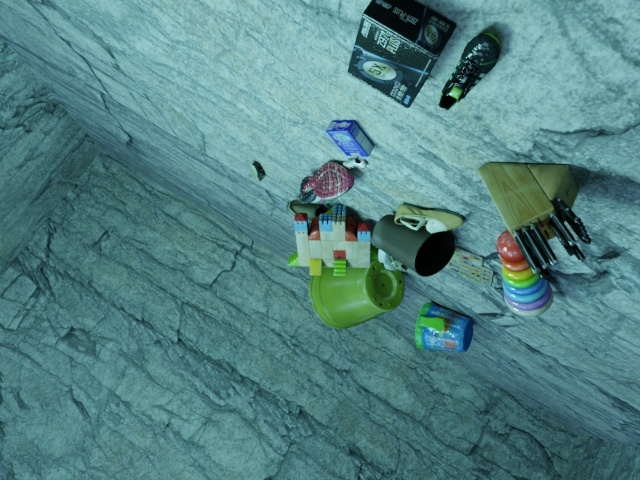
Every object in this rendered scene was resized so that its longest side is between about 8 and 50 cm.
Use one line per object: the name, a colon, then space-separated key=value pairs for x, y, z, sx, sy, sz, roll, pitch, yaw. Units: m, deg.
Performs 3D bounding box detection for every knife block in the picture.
knife block: x=0.421 y=-0.041 z=1.012 sx=0.275 sy=0.242 sz=0.088 roll=14 pitch=157 yaw=50

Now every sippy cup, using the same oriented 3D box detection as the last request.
sippy cup: x=0.601 y=0.430 z=2.316 sx=0.223 sy=0.305 sz=0.240 roll=9 pitch=111 yaw=33

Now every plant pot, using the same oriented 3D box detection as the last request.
plant pot: x=0.194 y=0.224 z=2.253 sx=0.366 sy=0.367 sz=0.352 roll=37 pitch=153 yaw=-22

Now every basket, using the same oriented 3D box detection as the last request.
basket: x=0.294 y=0.005 z=1.602 sx=0.226 sy=0.204 sz=0.154 roll=26 pitch=126 yaw=46

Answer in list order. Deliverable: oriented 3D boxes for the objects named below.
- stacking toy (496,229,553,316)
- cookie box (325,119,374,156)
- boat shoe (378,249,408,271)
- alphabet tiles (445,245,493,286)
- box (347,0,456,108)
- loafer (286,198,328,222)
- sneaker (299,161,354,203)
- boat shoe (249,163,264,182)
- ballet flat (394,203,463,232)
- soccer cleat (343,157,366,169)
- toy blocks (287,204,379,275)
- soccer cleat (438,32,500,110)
stacking toy: x=0.577 y=0.083 z=1.382 sx=0.141 sy=0.141 sz=0.330 roll=19 pitch=155 yaw=40
cookie box: x=0.081 y=-0.278 z=1.324 sx=0.091 sy=0.040 sz=0.107 roll=14 pitch=158 yaw=48
boat shoe: x=0.296 y=0.054 z=1.924 sx=0.093 sy=0.109 sz=0.302 roll=9 pitch=168 yaw=19
alphabet tiles: x=0.515 y=0.083 z=1.715 sx=0.198 sy=0.009 sz=0.237 roll=25 pitch=165 yaw=25
box: x=0.141 y=-0.348 z=0.889 sx=0.147 sy=0.078 sz=0.180 roll=32 pitch=166 yaw=1
loafer: x=-0.023 y=-0.119 z=2.004 sx=0.250 sy=0.095 sz=0.087 roll=19 pitch=155 yaw=10
sneaker: x=0.033 y=-0.187 z=1.628 sx=0.111 sy=0.121 sz=0.299 roll=5 pitch=176 yaw=-25
boat shoe: x=-0.261 y=-0.287 z=2.005 sx=0.049 sy=0.042 sz=0.133 roll=49 pitch=171 yaw=16
ballet flat: x=0.328 y=-0.057 z=1.491 sx=0.232 sy=0.073 sz=0.080 roll=16 pitch=158 yaw=46
soccer cleat: x=0.102 y=-0.235 z=1.457 sx=0.083 sy=0.029 sz=0.036 roll=16 pitch=151 yaw=37
toy blocks: x=0.053 y=-0.020 z=1.897 sx=0.380 sy=0.191 sz=0.261 roll=1 pitch=132 yaw=6
soccer cleat: x=0.259 y=-0.290 z=0.852 sx=0.060 sy=0.072 sz=0.179 roll=31 pitch=166 yaw=2
